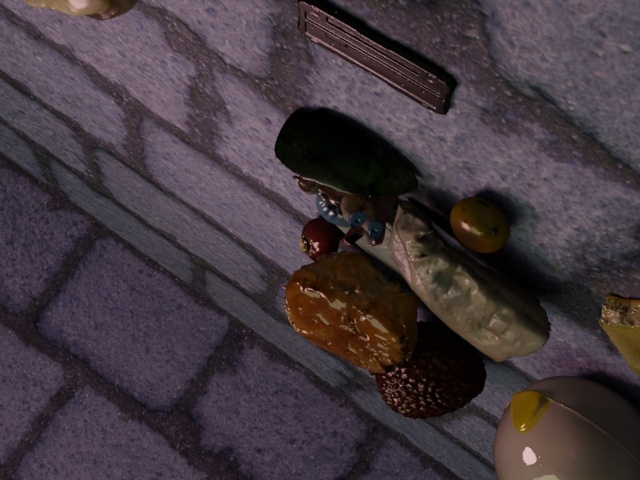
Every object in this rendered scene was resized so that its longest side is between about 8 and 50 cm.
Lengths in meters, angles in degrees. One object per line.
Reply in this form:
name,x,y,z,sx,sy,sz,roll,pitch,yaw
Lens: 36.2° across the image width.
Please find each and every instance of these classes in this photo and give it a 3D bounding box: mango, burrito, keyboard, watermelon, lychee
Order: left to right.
watermelon,0.022,-0.150,1.707,0.301,0.123,0.129,26,-178,35
keyboard,0.077,-0.268,1.408,0.262,0.016,0.106,32,163,11
lychee,0.246,0.300,2.259,0.271,0.236,0.236,8,159,4
burrito,0.243,0.075,1.741,0.332,0.135,0.190,39,-163,-9
mango,0.259,-0.022,1.614,0.103,0.076,0.161,34,169,4

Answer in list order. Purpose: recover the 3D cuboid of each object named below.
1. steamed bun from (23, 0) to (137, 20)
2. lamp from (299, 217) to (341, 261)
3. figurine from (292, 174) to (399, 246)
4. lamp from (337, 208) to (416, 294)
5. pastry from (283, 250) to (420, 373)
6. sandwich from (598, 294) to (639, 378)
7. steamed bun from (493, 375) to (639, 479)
steamed bun,-0.404,-0.478,1.406,0.372,0.230,0.325,18,157,49
lamp,0.000,0.000,2.144,0.101,0.090,0.101,39,138,47
figurine,0.035,-0.059,1.752,0.205,0.103,0.260,15,-165,-14
lamp,0.170,0.029,1.951,0.269,0.047,0.266,41,169,-17
pastry,0.076,0.143,2.111,0.310,0.162,0.255,32,138,2
sandwich,0.523,0.156,1.616,0.162,0.058,0.193,38,165,0
steamed bun,0.505,0.435,1.962,0.334,0.334,0.374,30,157,17
